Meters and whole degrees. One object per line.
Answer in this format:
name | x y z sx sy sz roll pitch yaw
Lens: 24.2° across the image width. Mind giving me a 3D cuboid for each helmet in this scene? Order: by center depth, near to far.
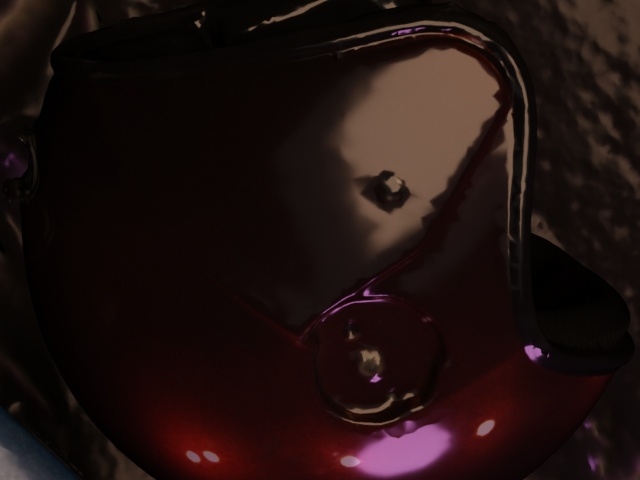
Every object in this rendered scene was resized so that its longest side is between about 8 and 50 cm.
helmet | 0.000 0.000 0.504 0.216 0.189 0.193 29 99 -12

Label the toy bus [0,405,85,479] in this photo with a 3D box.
toy bus | -0.148 0.085 0.485 0.234 0.133 0.116 45 75 -10
